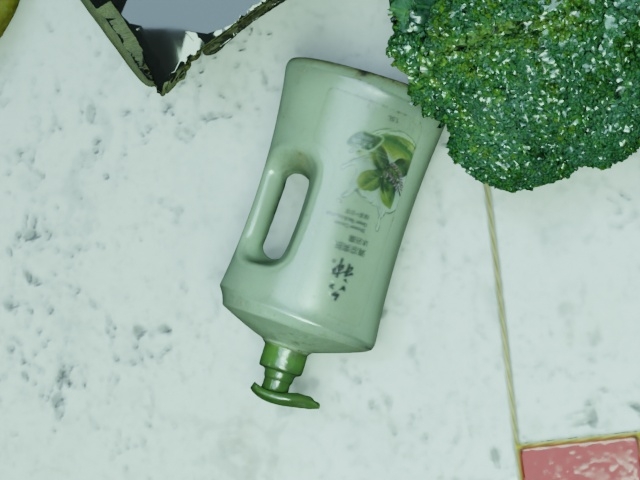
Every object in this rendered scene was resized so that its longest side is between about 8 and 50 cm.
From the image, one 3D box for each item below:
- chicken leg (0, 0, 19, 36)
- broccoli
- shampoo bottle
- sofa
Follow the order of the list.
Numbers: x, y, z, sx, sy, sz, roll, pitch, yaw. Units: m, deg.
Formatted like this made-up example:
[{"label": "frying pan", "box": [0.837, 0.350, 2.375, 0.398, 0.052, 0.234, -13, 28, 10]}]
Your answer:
[{"label": "chicken leg", "box": [-0.263, -0.183, 1.325, 0.178, 0.070, 0.093, -41, 69, -2]}, {"label": "broccoli", "box": [0.138, -0.125, 1.160, 0.195, 0.156, 0.195, -1, 99, -6]}, {"label": "shampoo bottle", "box": [0.000, 0.000, 1.217, 0.118, 0.087, 0.234, 17, 86, 6]}, {"label": "sofa", "box": [-0.071, -0.246, 1.256, 0.258, 0.182, 0.200, -36, 93, 7]}]
